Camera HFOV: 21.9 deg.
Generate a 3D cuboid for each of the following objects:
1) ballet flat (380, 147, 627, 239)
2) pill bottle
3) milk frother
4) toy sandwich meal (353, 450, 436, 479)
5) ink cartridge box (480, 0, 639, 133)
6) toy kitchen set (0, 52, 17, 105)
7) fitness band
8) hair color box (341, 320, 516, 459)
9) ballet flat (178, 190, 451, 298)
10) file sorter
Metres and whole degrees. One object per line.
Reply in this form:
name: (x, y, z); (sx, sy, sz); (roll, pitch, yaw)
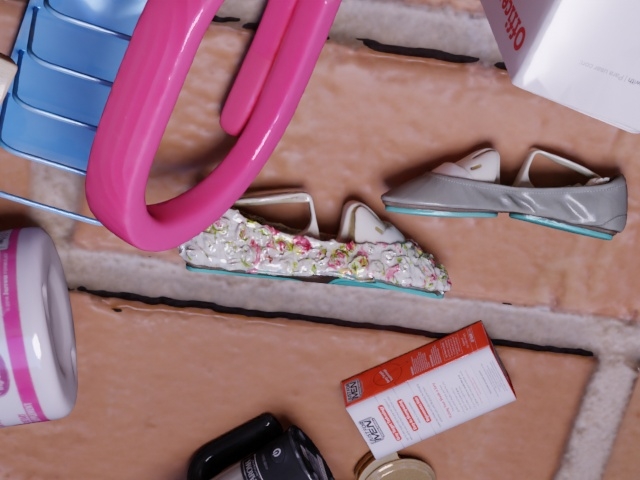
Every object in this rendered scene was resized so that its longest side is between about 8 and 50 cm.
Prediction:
ballet flat: (0.156, -0.045, 1.388); (0.213, 0.072, 0.068); (7, 93, -11)
pill bottle: (-0.352, 0.087, 1.353); (0.283, 0.160, 0.160); (-9, 122, 0)
milk frother: (-0.044, 0.246, 1.499); (0.135, 0.129, 0.143); (-32, 113, 9)
toy sandwich meal: (0.068, 0.230, 1.561); (0.085, 0.029, 0.085); (-9, 125, -13)
ink cartridge box: (0.227, -0.248, 1.182); (0.117, 0.201, 0.278); (17, 119, -15)
toy kitchen set: (-0.317, -0.090, 1.207); (0.122, 0.207, 0.166); (24, 95, -18)
fitness band: (-0.077, -0.121, 1.233); (0.054, 0.209, 0.291); (33, 119, 18)
hair color box: (0.098, 0.136, 1.496); (0.141, 0.043, 0.072); (-24, 121, 8)
ballet flat: (0.000, 0.000, 1.385); (0.241, 0.091, 0.077); (7, 96, -14)
file sorter: (-0.184, -0.113, 1.281); (0.118, 0.104, 0.170); (17, 119, -15)
